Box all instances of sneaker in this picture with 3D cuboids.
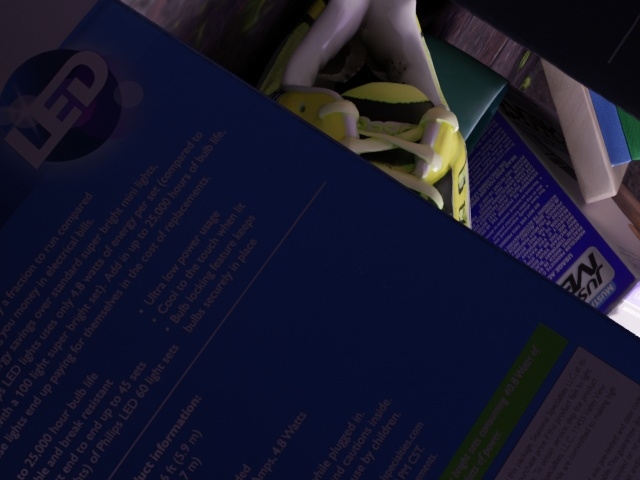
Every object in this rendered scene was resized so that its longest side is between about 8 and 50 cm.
[{"bbox_3d":[0.007,0.011,0.640,0.384,0.145,0.147,-99,-163,-49],"label":"sneaker"}]

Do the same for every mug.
[{"bbox_3d":[0.061,-0.081,1.036,0.157,0.097,0.129,-59,173,21],"label":"mug"}]

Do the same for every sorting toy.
[{"bbox_3d":[0.226,-0.182,1.074,0.089,0.255,0.257,-16,-173,19],"label":"sorting toy"}]

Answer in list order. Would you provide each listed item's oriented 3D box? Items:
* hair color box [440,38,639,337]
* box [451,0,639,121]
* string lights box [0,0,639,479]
[{"bbox_3d":[0.194,-0.011,1.119,0.185,0.339,0.110,25,115,-39],"label":"hair color box"},{"bbox_3d":[0.199,-0.199,0.578,0.343,0.312,0.179,-48,169,-47],"label":"box"},{"bbox_3d":[-0.022,0.042,0.367,0.133,0.260,0.077,-54,172,-14],"label":"string lights box"}]
